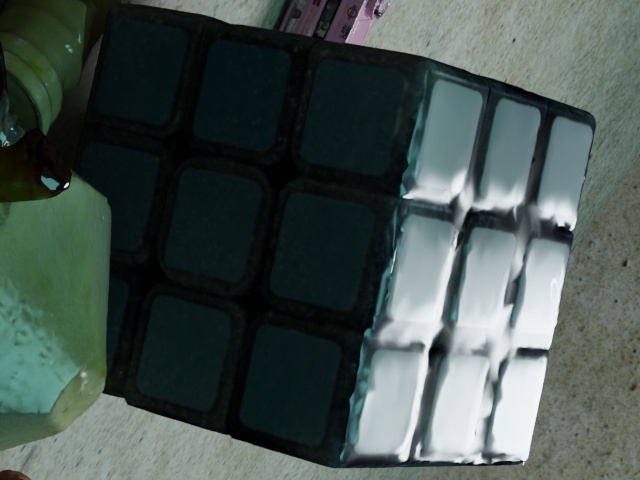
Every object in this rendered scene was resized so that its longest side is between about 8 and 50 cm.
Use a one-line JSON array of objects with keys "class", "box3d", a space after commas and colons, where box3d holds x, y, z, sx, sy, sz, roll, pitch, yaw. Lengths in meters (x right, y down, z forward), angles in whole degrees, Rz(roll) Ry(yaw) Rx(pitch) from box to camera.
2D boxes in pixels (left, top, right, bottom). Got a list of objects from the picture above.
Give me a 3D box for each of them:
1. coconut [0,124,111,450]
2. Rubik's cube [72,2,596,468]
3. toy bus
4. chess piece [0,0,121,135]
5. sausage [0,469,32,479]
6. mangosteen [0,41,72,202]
[{"class": "coconut", "box3d": [-0.254, 0.038, 1.322, 0.259, 0.259, 0.259, -51, 161, -26]}, {"class": "Rubik's cube", "box3d": [0.000, 0.000, 1.535, 0.304, 0.305, 0.301, 10, 92, -59]}, {"class": "toy bus", "box3d": [0.014, -0.219, 1.922, 0.203, 0.090, 0.063, -65, 163, 17]}, {"class": "chess piece", "box3d": [-0.202, -0.154, 1.469, 0.200, 0.090, 0.090, -59, 167, -45]}, {"class": "sausage", "box3d": [-0.294, 0.330, 1.961, 0.079, 0.087, 0.326, -12, 148, -9]}, {"class": "mangosteen", "box3d": [-0.259, -0.066, 1.115, 0.235, 0.261, 0.235, -51, 155, -35]}]
